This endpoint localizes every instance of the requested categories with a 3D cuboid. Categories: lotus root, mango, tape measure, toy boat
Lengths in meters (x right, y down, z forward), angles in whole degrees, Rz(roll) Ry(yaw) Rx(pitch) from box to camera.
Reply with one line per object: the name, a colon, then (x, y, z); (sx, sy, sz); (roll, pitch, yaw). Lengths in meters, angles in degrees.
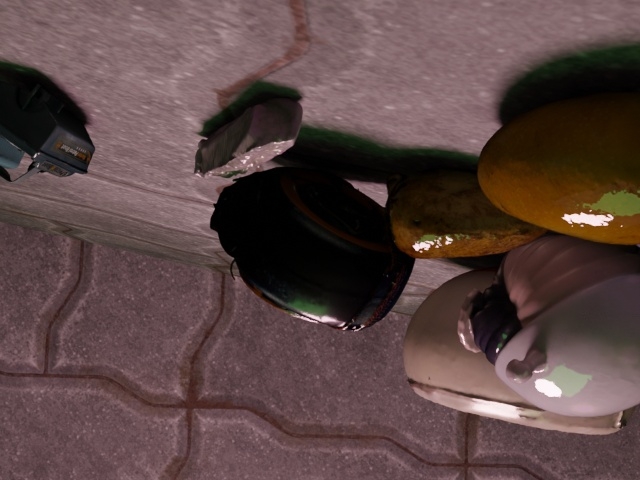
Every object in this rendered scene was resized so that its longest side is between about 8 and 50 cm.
lotus root: (0.157, -0.025, 0.835); (0.191, 0.094, 0.108); (4, -161, 18)
mango: (0.186, -0.051, 0.601); (0.136, 0.099, 0.227); (8, -178, -14)
tape measure: (0.000, 0.000, 0.925); (0.223, 0.135, 0.202); (38, -156, 28)
toy boat: (-0.314, -0.110, 0.942); (0.093, 0.103, 0.246); (37, 177, 1)

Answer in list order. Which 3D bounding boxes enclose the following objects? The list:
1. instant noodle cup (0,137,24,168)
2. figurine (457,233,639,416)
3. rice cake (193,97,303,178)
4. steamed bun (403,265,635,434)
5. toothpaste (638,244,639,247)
instant noodle cup: (-0.463, -0.141, 1.063); (0.179, 0.070, 0.157); (9, 173, 17)
figurine: (0.370, 0.110, 1.001); (0.361, 0.253, 0.211); (18, -151, -16)
rice cake: (-0.080, -0.095, 0.835); (0.049, 0.055, 0.270); (0, 176, -21)
steamed bun: (0.322, 0.163, 1.333); (0.375, 0.241, 0.374); (8, 174, 1)
toothpaste: (0.441, 0.032, 0.865); (0.371, 0.080, 0.125); (21, 169, -24)
